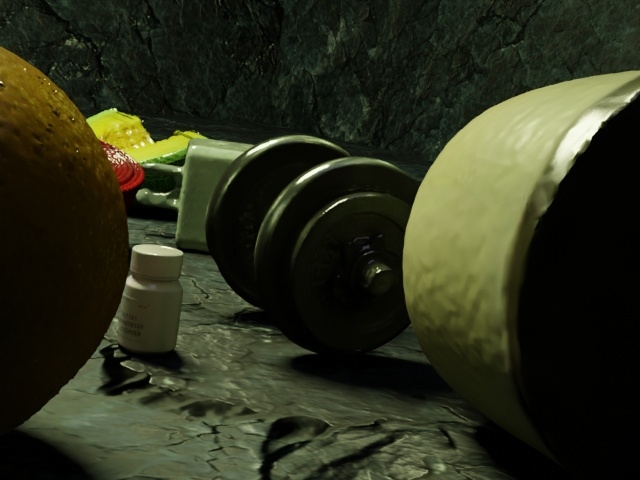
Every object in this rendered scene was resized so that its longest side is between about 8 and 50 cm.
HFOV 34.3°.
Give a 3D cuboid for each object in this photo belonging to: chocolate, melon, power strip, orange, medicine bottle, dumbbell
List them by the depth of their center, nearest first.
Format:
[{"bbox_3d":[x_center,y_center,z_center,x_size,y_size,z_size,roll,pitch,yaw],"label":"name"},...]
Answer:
[{"bbox_3d":[-0.253,-0.003,0.621,0.274,0.274,0.274,8,10,-1],"label":"orange"},{"bbox_3d":[0.233,0.019,0.799,0.325,0.314,0.297,7,5,-15],"label":"chocolate"},{"bbox_3d":[-0.146,0.051,0.901,0.052,0.089,0.052,9,10,-2],"label":"medicine bottle"},{"bbox_3d":[0.000,0.000,1.021,0.192,0.192,0.290,4,12,-23],"label":"dumbbell"},{"bbox_3d":[-0.136,-0.061,1.398,0.224,0.139,0.140,7,11,-9],"label":"power strip"},{"bbox_3d":[-0.300,-0.104,1.605,0.169,0.129,0.265,-28,35,-36],"label":"melon"}]

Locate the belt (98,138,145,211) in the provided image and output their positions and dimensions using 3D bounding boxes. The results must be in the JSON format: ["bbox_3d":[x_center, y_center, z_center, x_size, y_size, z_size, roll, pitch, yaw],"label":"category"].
[{"bbox_3d":[-0.296,-0.045,1.236,0.128,0.124,0.201,28,16,1],"label":"belt"}]

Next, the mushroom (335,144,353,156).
[{"bbox_3d":[-0.058,-0.076,1.679,0.217,0.148,0.227,-24,19,-37],"label":"mushroom"}]
